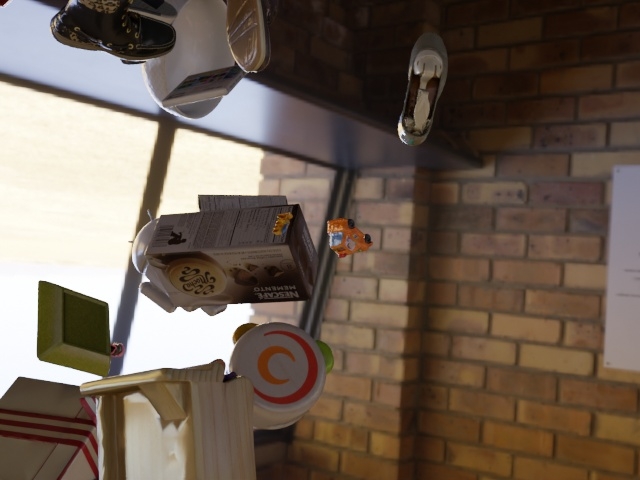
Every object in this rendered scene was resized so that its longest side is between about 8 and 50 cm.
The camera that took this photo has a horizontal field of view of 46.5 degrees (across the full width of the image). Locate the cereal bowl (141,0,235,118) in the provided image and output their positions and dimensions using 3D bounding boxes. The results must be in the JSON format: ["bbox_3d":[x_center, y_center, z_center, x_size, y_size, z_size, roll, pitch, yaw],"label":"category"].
[{"bbox_3d":[-0.372,-0.504,2.006,0.141,0.339,0.339,15,-178,23],"label":"cereal bowl"}]

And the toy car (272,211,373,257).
[{"bbox_3d":[0.000,0.000,0.914,0.122,0.040,0.060,3,147,34],"label":"toy car"}]

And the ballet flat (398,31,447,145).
[{"bbox_3d":[0.190,-0.277,1.340,0.072,0.213,0.068,12,178,-1],"label":"ballet flat"}]

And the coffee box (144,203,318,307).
[{"bbox_3d":[-0.170,0.033,1.482,0.297,0.119,0.168,-3,136,14],"label":"coffee box"}]

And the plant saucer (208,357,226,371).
[{"bbox_3d":[-0.202,0.252,1.352,0.013,0.083,0.083,36,-169,23],"label":"plant saucer"}]

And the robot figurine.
[{"bbox_3d":[-0.396,0.066,2.147,0.353,0.300,0.200,39,-174,7],"label":"robot figurine"}]

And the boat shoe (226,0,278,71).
[{"bbox_3d":[-0.124,-0.441,1.397,0.092,0.285,0.103,5,152,-40],"label":"boat shoe"}]

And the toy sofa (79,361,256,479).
[{"bbox_3d":[-0.180,0.341,0.927,0.150,0.363,0.177,-15,163,28],"label":"toy sofa"}]

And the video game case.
[{"bbox_3d":[-0.240,-0.329,1.574,0.157,0.019,0.143,-6,-148,23],"label":"video game case"}]

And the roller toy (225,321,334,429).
[{"bbox_3d":[-0.096,0.269,1.470,0.209,0.191,0.146,23,152,-3],"label":"roller toy"}]

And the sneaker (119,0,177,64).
[{"bbox_3d":[-0.454,-0.479,1.656,0.226,0.086,0.163,12,138,-34],"label":"sneaker"}]

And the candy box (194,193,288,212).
[{"bbox_3d":[-0.211,-0.044,1.937,0.233,0.071,0.159,0,143,-16],"label":"candy box"}]

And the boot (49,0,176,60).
[{"bbox_3d":[-0.354,-0.407,1.354,0.236,0.085,0.178,-1,167,-31],"label":"boot"}]

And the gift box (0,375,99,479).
[{"bbox_3d":[-0.472,0.403,1.331,0.258,0.255,0.276,5,134,17],"label":"gift box"}]

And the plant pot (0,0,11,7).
[{"bbox_3d":[-0.768,-0.738,1.713,0.267,0.236,0.267,32,164,-33],"label":"plant pot"}]

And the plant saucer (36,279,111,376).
[{"bbox_3d":[-0.520,0.185,1.609,0.045,0.188,0.188,-26,147,25],"label":"plant saucer"}]

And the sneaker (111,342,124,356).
[{"bbox_3d":[-0.608,0.306,2.064,0.119,0.047,0.057,-11,167,4],"label":"sneaker"}]
